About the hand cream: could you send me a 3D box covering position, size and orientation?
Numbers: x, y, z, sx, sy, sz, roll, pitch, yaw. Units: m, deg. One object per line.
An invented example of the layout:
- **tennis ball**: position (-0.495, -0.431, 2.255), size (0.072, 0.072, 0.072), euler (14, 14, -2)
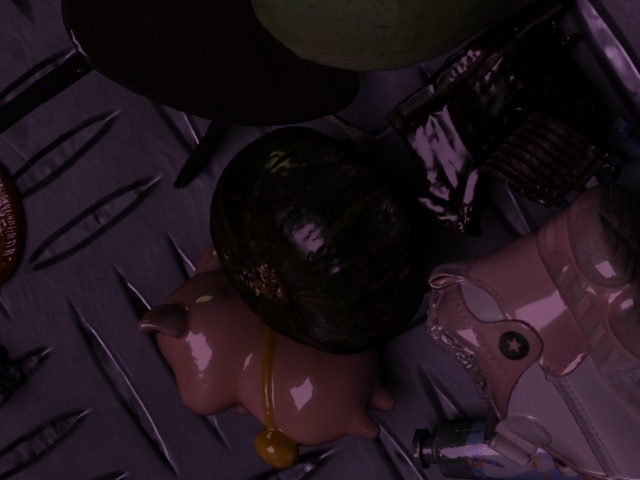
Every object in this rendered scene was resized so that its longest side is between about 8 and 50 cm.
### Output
- **hand cream**: position (0.213, 0.194, 1.455), size (0.256, 0.055, 0.088), euler (-3, 95, 20)

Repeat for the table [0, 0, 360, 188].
- **table**: position (-0.184, -0.181, 1.438), size (0.249, 0.317, 0.317), euler (-29, 89, 44)

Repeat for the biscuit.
- **biscuit**: position (-0.411, -0.024, 1.720), size (0.187, 0.027, 0.188), euler (7, 106, 26)

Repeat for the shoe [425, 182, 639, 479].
- **shoe**: position (0.234, 0.125, 1.327), size (0.198, 0.172, 0.351), euler (-17, 111, 26)

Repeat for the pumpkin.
- **pumpkin**: position (0.000, 0.000, 1.378), size (0.223, 0.157, 0.224), euler (43, 159, 22)

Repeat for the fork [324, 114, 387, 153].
- **fork**: position (0.014, -0.116, 1.489), size (0.115, 0.012, 0.016), euler (34, 109, 16)

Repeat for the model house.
- **model house**: position (0.159, -0.092, 1.353), size (0.203, 0.141, 0.164), euler (-39, 81, 39)

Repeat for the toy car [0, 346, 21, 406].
- **toy car**: position (-0.436, 0.141, 1.737), size (0.191, 0.097, 0.100), euler (40, 118, 12)

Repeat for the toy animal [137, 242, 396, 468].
- **toy animal**: position (-0.047, 0.122, 1.503), size (0.248, 0.165, 0.149), euler (28, 121, 7)

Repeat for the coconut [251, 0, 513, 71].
- **coconut**: position (0.058, -0.293, 1.269), size (0.281, 0.328, 0.328), euler (11, 110, 2)

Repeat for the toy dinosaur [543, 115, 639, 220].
- **toy dinosaur**: position (0.276, -0.045, 1.337), size (0.329, 0.076, 0.144), euler (-31, 120, 29)
